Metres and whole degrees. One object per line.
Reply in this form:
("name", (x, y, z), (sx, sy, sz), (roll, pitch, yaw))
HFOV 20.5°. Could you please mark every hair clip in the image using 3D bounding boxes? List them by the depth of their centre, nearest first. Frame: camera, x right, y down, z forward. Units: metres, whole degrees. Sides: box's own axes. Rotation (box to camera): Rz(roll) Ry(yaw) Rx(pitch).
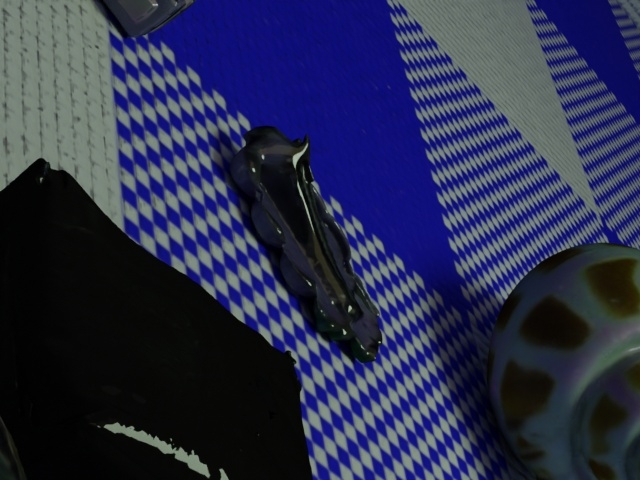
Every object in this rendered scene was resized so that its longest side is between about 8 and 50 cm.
("hair clip", (0.001, -0.001, 1.330), (0.195, 0.052, 0.124), (64, 26, -2))

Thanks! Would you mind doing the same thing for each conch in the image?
("conch", (0.251, 0.130, 1.528), (0.368, 0.197, 0.249), (-73, 149, -56))

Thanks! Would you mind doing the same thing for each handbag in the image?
("handbag", (-0.079, 0.088, 0.969), (0.247, 0.080, 0.223), (43, 25, -37))

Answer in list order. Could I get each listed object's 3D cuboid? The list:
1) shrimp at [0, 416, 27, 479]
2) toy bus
("shrimp", (-0.164, 0.155, 0.657), (0.445, 0.110, 0.221), (59, 26, 10))
("toy bus", (-0.139, -0.197, 1.272), (0.102, 0.052, 0.058), (54, 21, -10))
